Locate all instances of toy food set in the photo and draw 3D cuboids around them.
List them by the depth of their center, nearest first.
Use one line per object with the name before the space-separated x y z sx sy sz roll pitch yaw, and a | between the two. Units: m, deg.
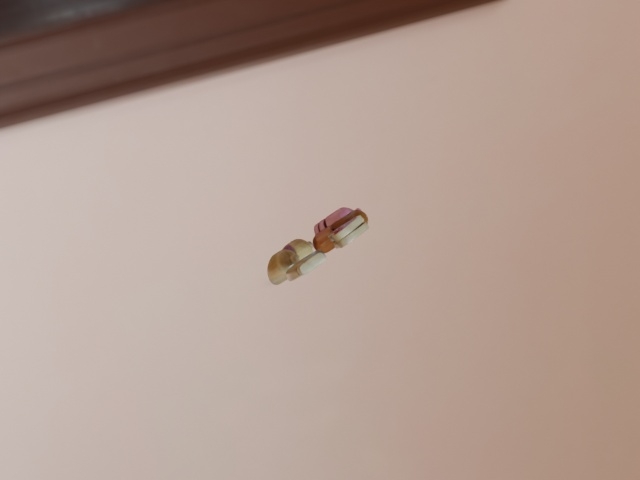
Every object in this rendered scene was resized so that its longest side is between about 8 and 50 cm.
toy food set | 0.000 0.000 1.189 0.019 0.078 0.122 55 -16 -3
